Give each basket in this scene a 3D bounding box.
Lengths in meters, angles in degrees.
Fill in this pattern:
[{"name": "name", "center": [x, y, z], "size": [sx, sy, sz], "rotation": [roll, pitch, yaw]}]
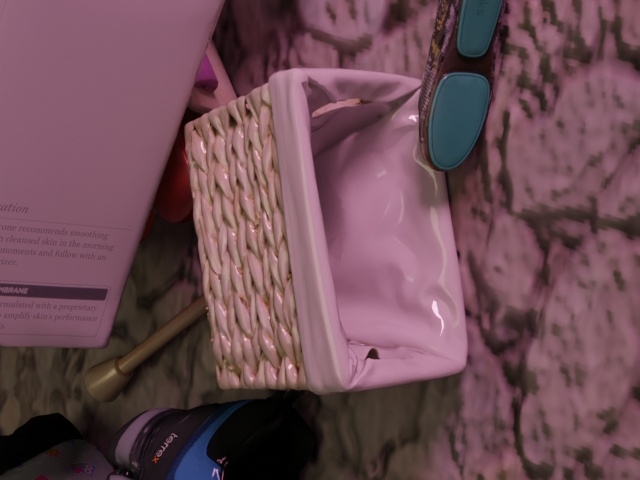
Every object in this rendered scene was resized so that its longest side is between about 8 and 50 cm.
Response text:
[{"name": "basket", "center": [0.000, 0.000, 0.686], "size": [0.103, 0.113, 0.167], "rotation": [-14, 83, 42]}]

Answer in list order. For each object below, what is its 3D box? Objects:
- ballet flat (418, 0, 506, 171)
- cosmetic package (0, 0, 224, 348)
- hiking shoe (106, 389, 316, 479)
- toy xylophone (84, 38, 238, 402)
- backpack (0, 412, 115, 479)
[{"name": "ballet flat", "center": [0.073, -0.095, 0.672], "size": [0.041, 0.041, 0.114], "rotation": [22, 106, 38]}, {"name": "cosmetic package", "center": [-0.198, -0.088, 0.718], "size": [0.224, 0.138, 0.225], "rotation": [33, 108, 41]}, {"name": "hiking shoe", "center": [-0.059, 0.232, 0.719], "size": [0.132, 0.113, 0.304], "rotation": [-21, 64, 33]}, {"name": "toy xylophone", "center": [-0.152, -0.036, 0.835], "size": [0.322, 0.081, 0.236], "rotation": [-45, 65, 33]}, {"name": "backpack", "center": [-0.174, 0.212, 0.830], "size": [0.182, 0.152, 0.115], "rotation": [49, 131, 13]}]
